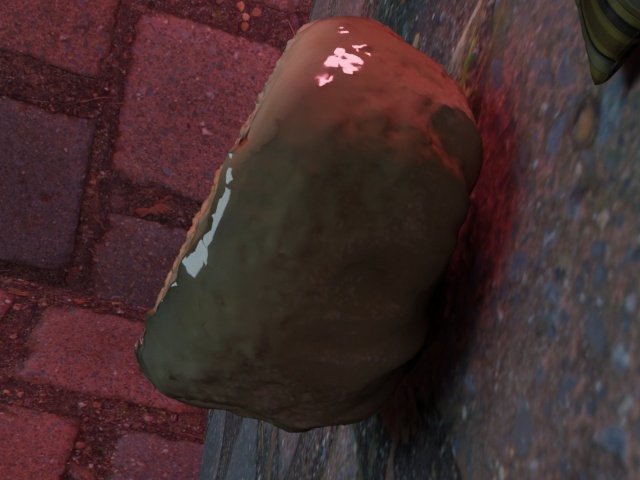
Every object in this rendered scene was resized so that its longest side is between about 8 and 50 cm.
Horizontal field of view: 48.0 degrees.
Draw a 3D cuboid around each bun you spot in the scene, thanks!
[{"bbox_3d":[0.000,0.000,0.614,0.359,0.211,0.359,-61,10,19],"label":"bun"}]

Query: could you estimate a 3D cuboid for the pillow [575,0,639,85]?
[{"bbox_3d":[0.179,-0.179,0.334,0.203,0.038,0.113,117,161,-54],"label":"pillow"}]
